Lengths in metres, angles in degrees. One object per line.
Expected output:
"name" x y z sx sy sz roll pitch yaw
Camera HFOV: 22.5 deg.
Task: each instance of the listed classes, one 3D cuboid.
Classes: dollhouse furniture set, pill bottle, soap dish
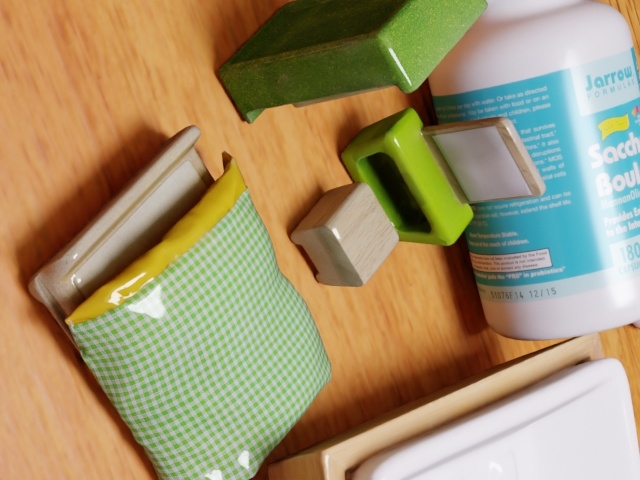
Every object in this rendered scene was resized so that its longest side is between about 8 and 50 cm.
"dollhouse furniture set" 0.000 0.000 0.965 0.301 0.151 0.197 -50 120 -36
"pill bottle" 0.160 -0.072 1.139 0.146 0.146 0.264 -23 102 -44
"soap dish" 0.097 0.203 1.059 0.291 0.118 0.229 -17 101 -45

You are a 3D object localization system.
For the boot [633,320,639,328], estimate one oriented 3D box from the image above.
"boot" 0.355 -0.018 1.345 0.258 0.123 0.095 -47 118 -38
